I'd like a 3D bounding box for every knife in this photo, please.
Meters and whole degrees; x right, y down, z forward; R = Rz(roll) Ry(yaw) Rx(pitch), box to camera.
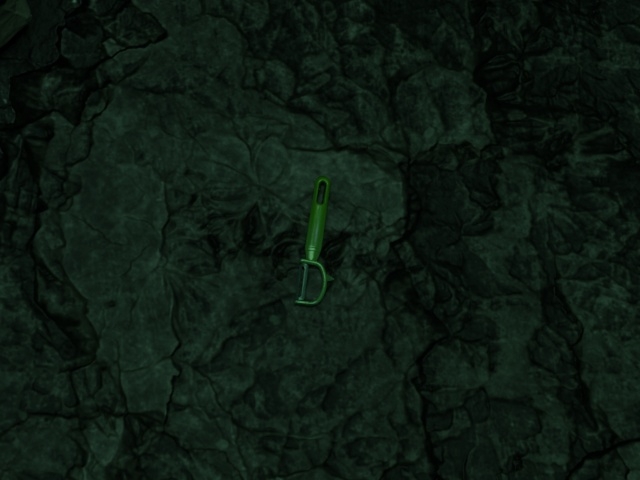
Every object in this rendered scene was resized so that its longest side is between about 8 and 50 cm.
[{"bbox_3d":[0.000,0.000,1.888,0.054,0.015,0.212,8,67,-2],"label":"knife"}]

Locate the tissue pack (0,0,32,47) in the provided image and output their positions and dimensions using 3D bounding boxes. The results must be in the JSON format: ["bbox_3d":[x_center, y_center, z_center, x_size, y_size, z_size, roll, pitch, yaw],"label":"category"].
[{"bbox_3d":[-0.660,-0.392,1.901,0.356,0.194,0.266,38,71,12],"label":"tissue pack"}]
